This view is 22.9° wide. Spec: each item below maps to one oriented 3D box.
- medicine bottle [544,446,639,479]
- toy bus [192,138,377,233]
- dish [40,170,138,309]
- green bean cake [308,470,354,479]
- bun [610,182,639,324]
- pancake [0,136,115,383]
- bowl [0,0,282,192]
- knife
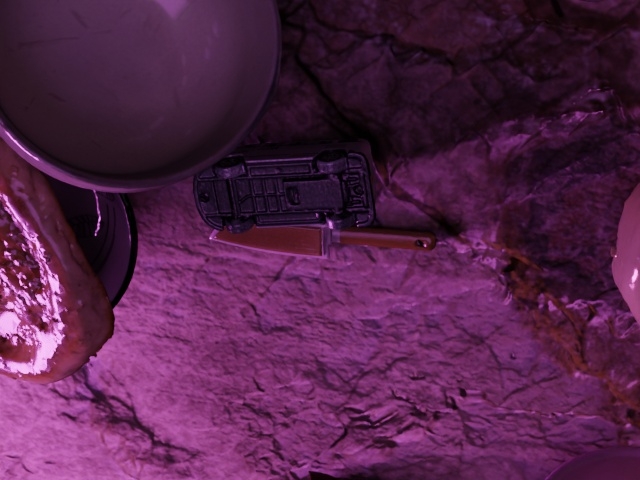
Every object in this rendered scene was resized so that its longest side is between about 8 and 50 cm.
[{"bbox_3d":[0.355,0.445,1.786,0.219,0.219,0.388,-2,119,14],"label":"medicine bottle"},{"bbox_3d":[-0.034,-0.062,1.676,0.194,0.089,0.087,-3,116,15],"label":"toy bus"},{"bbox_3d":[-0.336,-0.046,1.749,0.316,0.106,0.316,7,123,12],"label":"dish"},{"bbox_3d":[0.061,0.402,1.902,0.198,0.097,0.233,12,120,5],"label":"green bean cake"},{"bbox_3d":[0.399,0.017,1.586,0.229,0.229,0.145,30,164,-4],"label":"bun"},{"bbox_3d":[-0.373,0.014,1.673,0.356,0.065,0.356,19,135,21],"label":"pancake"},{"bbox_3d":[-0.205,-0.194,1.561,0.307,0.163,0.307,2,85,-20],"label":"bowl"},{"bbox_3d":[0.000,0.001,1.742,0.256,0.022,0.046,4,123,11],"label":"knife"}]
